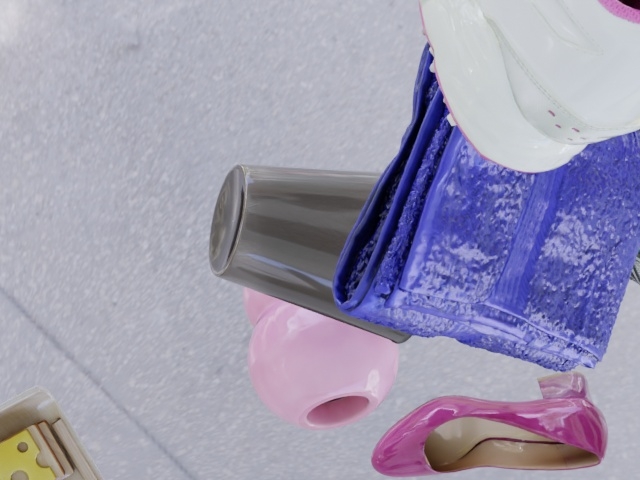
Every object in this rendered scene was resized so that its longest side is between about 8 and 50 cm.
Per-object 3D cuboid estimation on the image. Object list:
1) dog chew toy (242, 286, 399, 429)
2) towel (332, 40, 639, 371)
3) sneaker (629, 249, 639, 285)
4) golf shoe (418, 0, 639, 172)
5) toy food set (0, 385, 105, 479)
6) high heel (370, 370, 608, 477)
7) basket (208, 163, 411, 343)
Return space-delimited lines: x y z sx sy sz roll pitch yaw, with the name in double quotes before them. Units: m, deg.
"dog chew toy" -0.016 0.089 1.517 0.207 0.206 0.332 -4 57 -19
"towel" 0.162 -0.015 0.857 0.308 0.076 0.227 19 95 -46
"sneaker" 0.524 0.022 1.978 0.343 0.134 0.146 35 103 18
"golf shoe" 0.094 -0.189 0.498 0.115 0.140 0.306 -24 95 -37
"toy food set" -0.401 0.375 1.480 0.220 0.092 0.306 -29 97 -2
"high heel" 0.248 0.319 1.674 0.377 0.181 0.127 -26 114 16
"basket" 0.000 0.000 1.236 0.227 0.154 0.204 11 74 -20
